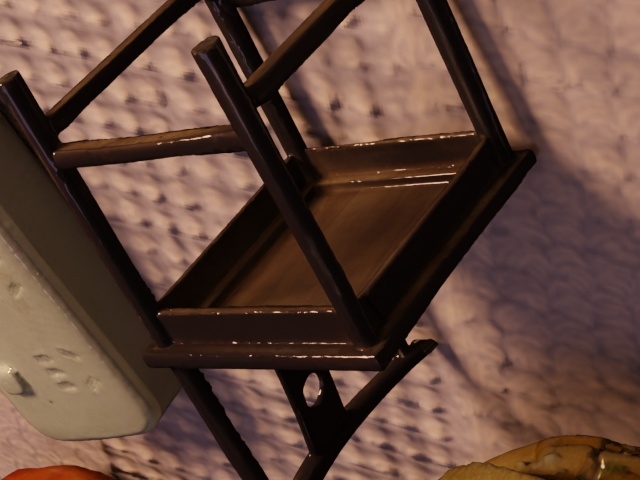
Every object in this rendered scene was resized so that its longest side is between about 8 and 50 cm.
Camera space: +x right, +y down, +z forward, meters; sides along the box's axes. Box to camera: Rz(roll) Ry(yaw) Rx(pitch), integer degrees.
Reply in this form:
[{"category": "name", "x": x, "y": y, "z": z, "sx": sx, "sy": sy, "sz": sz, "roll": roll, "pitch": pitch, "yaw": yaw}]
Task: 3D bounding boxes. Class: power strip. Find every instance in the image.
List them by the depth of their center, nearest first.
[{"category": "power strip", "x": -0.213, "y": 0.013, "z": 0.972, "sx": 0.194, "sy": 0.059, "sz": 0.265, "roll": -12, "pitch": 122, "yaw": 45}]

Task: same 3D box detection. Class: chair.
[{"category": "chair", "x": 0.000, "y": 0.000, "z": 0.708, "sx": 0.141, "sy": 0.154, "sz": 0.260, "roll": -3, "pitch": 126, "yaw": 42}]

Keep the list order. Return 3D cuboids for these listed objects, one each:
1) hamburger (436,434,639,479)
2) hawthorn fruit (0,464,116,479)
[{"category": "hamburger", "x": 0.169, "y": 0.211, "z": 0.810, "sx": 0.265, "sy": 0.134, "sz": 0.285, "roll": 22, "pitch": 136, "yaw": 33}, {"category": "hawthorn fruit", "x": -0.218, "y": 0.210, "z": 1.118, "sx": 0.285, "sy": 0.165, "sz": 0.165, "roll": 19, "pitch": 140, "yaw": 32}]
